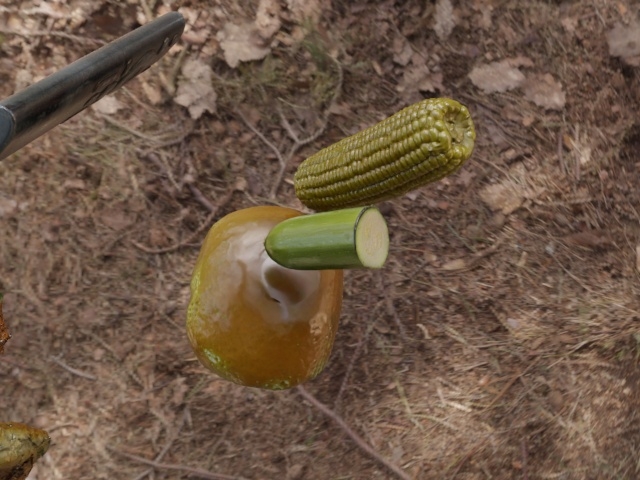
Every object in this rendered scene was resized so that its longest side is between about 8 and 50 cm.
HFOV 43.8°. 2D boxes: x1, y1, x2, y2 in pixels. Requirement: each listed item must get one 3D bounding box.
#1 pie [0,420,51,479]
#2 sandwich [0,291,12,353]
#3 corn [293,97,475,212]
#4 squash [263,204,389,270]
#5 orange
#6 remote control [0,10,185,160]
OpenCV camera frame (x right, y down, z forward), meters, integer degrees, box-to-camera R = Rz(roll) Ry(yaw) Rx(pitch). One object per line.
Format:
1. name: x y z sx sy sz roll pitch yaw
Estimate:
1. pie: -0.662 0.440 1.521 0.308 0.308 0.085 -38 69 16
2. sandwich: -0.720 0.188 1.667 0.159 0.079 0.235 35 111 5
3. corn: 0.096 -0.128 1.310 0.344 0.131 0.131 -18 77 46
4. squash: 0.000 0.000 1.161 0.188 0.095 0.095 -3 84 36
5. orange: -0.091 0.083 1.353 0.262 0.196 0.335 11 69 2
6. remote control: -0.263 -0.176 0.889 0.107 0.377 0.044 -30 105 29
